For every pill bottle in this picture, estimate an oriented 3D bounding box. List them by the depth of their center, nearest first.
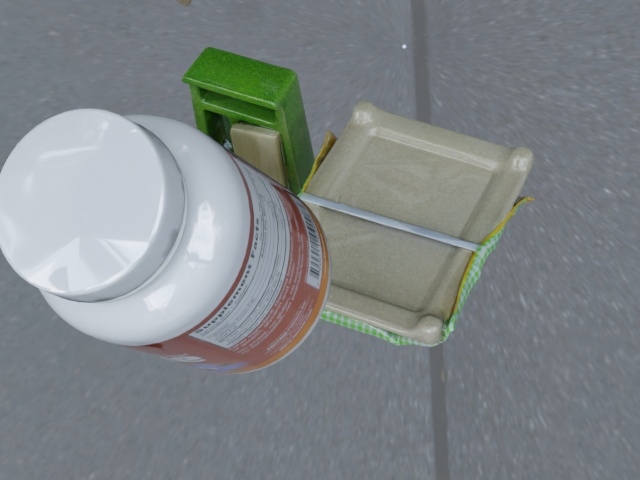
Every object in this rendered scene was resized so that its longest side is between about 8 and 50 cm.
[{"bbox_3d":[-0.081,0.002,0.802,0.121,0.216,0.121,-4,77,18],"label":"pill bottle"}]

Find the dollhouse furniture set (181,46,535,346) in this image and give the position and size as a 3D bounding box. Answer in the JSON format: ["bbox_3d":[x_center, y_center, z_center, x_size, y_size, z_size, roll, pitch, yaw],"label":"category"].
[{"bbox_3d":[0.000,0.000,1.153,0.302,0.151,0.197,18,55,20],"label":"dollhouse furniture set"}]

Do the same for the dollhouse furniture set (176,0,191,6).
[{"bbox_3d":[-0.073,-0.275,1.345,0.262,0.259,0.135,2,79,29],"label":"dollhouse furniture set"}]
